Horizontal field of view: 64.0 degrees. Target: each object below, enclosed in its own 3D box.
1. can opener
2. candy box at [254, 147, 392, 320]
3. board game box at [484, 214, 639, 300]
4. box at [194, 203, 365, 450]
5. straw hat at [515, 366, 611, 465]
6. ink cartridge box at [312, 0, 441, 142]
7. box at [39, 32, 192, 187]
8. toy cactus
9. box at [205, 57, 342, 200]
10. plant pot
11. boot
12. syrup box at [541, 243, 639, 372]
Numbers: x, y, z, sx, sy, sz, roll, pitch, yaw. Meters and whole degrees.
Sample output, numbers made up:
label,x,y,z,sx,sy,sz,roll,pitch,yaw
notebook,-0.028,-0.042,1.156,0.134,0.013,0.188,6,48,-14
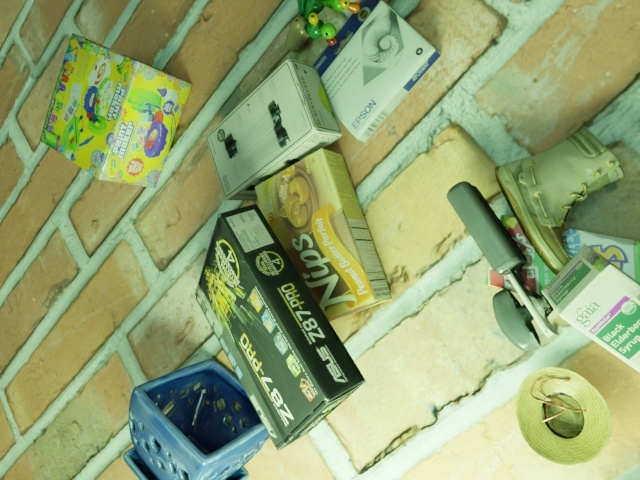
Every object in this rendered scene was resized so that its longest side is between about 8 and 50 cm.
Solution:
label,x,y,z,sx,sy,sz,roll,pitch,yaw
can opener,0.279,0.040,0.831,0.095,0.076,0.283,-38,67,24
candy box,0.000,0.000,1.029,0.183,0.087,0.317,-25,77,29
board game box,0.407,0.045,0.817,0.259,0.039,0.124,14,95,28
box,-0.104,0.176,1.006,0.395,0.097,0.318,57,146,20
straw hat,0.383,0.274,0.804,0.144,0.061,0.145,-15,63,32
ink cartridge box,0.086,-0.351,1.018,0.223,0.045,0.224,-48,66,21
box,-0.525,-0.326,1.307,0.279,0.177,0.290,30,102,29
toy cactus,-0.015,-0.472,1.060,0.180,0.112,0.219,-47,60,47
box,-0.106,-0.220,1.076,0.290,0.087,0.169,-32,72,36
plant pot,-0.265,0.427,1.096,0.236,0.236,0.212,31,110,28
boot,0.386,-0.060,0.786,0.165,0.077,0.213,-26,62,14
syrup box,0.436,0.117,0.702,0.237,0.096,0.093,35,108,-4
